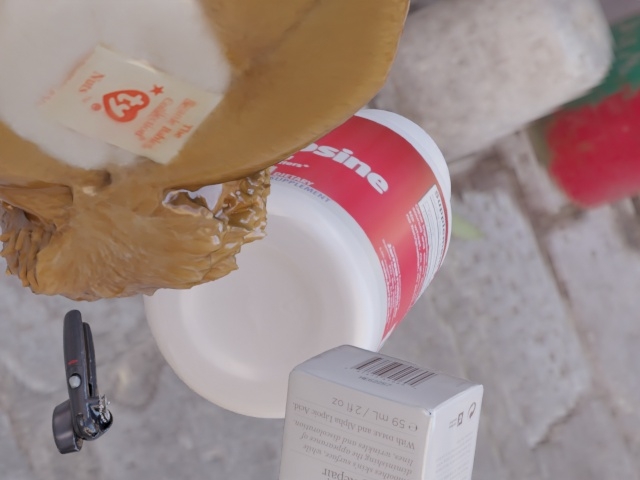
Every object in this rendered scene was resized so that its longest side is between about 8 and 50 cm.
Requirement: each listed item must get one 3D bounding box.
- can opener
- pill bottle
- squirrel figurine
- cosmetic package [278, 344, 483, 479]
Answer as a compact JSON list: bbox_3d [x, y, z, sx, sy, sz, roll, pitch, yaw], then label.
[{"bbox_3d":[-0.276,0.154,1.970,0.059,0.073,0.186,76,4,-52],"label":"can opener"},{"bbox_3d":[0.000,0.000,1.734,0.229,0.229,0.407,64,24,-9],"label":"pill bottle"},{"bbox_3d":[-0.102,-0.185,0.922,0.397,0.281,0.370,86,-1,-51],"label":"squirrel figurine"},{"bbox_3d":[0.034,0.200,1.207,0.085,0.117,0.231,-18,118,-56],"label":"cosmetic package"}]
